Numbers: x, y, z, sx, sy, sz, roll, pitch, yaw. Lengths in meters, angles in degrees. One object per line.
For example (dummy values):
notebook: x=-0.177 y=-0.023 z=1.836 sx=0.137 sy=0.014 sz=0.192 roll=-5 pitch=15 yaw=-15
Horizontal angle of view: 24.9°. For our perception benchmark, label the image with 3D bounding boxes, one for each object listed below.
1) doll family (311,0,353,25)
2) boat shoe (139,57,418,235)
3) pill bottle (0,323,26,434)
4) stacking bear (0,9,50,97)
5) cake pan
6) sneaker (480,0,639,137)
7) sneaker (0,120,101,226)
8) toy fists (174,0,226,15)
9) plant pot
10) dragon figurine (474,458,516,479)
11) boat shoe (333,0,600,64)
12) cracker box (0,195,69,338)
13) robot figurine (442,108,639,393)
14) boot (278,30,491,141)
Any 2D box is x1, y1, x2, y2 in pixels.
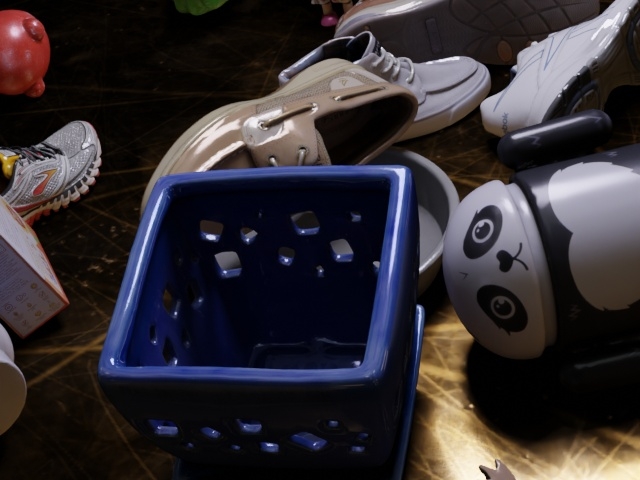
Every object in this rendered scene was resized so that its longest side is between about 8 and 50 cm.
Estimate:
doll family: x=0.095 y=-0.375 z=1.869 sx=0.263 sy=0.163 sz=0.118 roll=2 pitch=39 yaw=18
boat shoe: x=-0.037 y=-0.084 z=1.464 sx=0.110 sy=0.121 sz=0.341 roll=21 pitch=46 yaw=37
pill bottle: x=-0.372 y=0.103 z=1.401 sx=0.124 sy=0.124 sz=0.221 roll=-31 pitch=39 yaw=-24
stacking bear: x=-0.491 y=-0.261 z=1.900 sx=0.289 sy=0.175 sz=0.164 roll=10 pitch=20 yaw=12
cake pan: x=0.000 y=0.000 z=1.490 sx=0.293 sy=0.054 sz=0.293 roll=-8 pitch=36 yaw=6
sneaker: x=0.290 y=-0.206 z=1.641 sx=0.129 sy=0.111 sz=0.297 roll=14 pitch=43 yaw=40
sneaker: x=-0.333 y=-0.073 z=1.652 sx=0.088 sy=0.092 sz=0.225 roll=13 pitch=43 yaw=31
toy fists: x=-0.193 y=-0.408 z=2.022 sx=0.096 sy=0.142 sz=0.279 roll=-14 pitch=34 yaw=-26
plant pot: x=-0.029 y=0.090 z=1.230 sx=0.236 sy=0.212 sz=0.236 roll=-1 pitch=48 yaw=15
dragon figurine: x=0.148 y=0.260 z=1.073 sx=0.289 sy=0.144 sz=0.085 roll=31 pitch=50 yaw=19
boat shoe: x=0.172 y=-0.281 z=1.762 sx=0.324 sy=0.123 sz=0.116 roll=-8 pitch=34 yaw=4
cracker box: x=-0.364 y=-0.024 z=1.475 sx=0.067 sy=0.232 sz=0.156 roll=-37 pitch=39 yaw=-1
robot figurine: x=0.249 y=0.007 z=1.306 sx=0.278 sy=0.173 sz=0.209 roll=-13 pitch=37 yaw=-2
boot: x=0.076 y=-0.182 z=1.651 sx=0.258 sy=0.123 sz=0.095 roll=-25 pitch=38 yaw=-17
